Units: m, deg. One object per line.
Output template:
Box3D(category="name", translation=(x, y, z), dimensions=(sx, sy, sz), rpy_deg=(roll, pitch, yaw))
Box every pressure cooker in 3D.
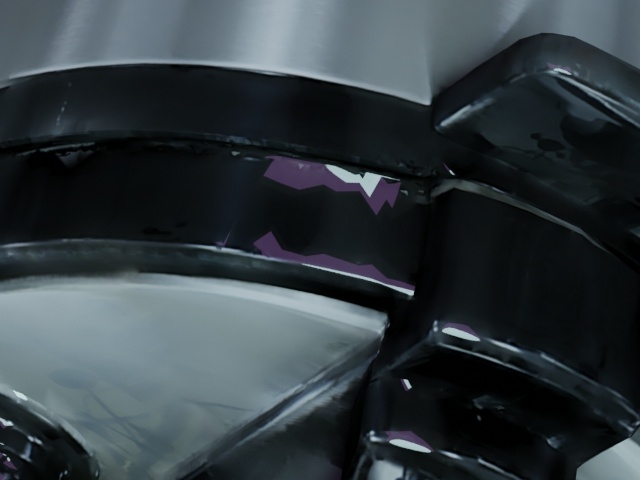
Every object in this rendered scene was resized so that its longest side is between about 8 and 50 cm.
Box3D(category="pressure cooker", translation=(-0.006, -0.002, 0.641), dimensions=(0.375, 0.370, 0.420), rpy_deg=(1, 54, 16))
